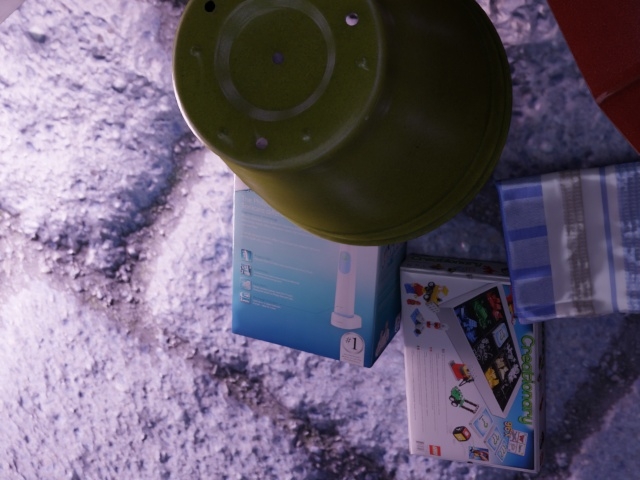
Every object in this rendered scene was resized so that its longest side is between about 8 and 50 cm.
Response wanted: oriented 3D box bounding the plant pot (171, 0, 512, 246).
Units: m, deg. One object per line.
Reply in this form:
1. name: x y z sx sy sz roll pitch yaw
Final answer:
1. plant pot: 0.005 -0.181 1.521 0.366 0.353 0.366 -1 88 19

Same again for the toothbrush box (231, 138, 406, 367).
1. toothbrush box: 0.000 0.000 1.824 0.216 0.126 0.296 12 119 19

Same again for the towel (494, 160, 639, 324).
1. towel: 0.374 0.004 1.680 0.285 0.034 0.209 -5 112 13

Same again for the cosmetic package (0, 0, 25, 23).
1. cosmetic package: -0.527 -0.396 1.846 0.453 0.161 0.230 -33 98 32

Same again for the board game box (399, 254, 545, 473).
1. board game box: 0.214 0.173 1.856 0.193 0.053 0.305 6 116 21

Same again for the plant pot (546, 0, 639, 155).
1. plant pot: 0.392 -0.236 1.374 0.235 0.267 0.267 -31 142 20
